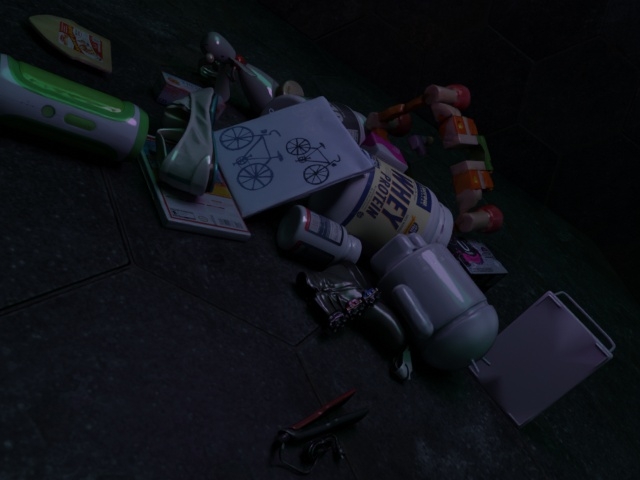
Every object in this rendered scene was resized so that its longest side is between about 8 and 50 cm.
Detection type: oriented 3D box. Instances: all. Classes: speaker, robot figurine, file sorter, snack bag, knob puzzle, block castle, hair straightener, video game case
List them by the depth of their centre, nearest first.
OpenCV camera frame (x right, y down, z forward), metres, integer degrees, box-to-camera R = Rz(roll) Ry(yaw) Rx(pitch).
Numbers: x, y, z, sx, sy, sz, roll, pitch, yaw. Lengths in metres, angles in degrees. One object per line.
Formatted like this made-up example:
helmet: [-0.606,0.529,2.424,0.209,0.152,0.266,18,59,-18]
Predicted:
hair straightener: [0.012,0.313,0.975,0.089,0.047,0.230,50,28,21]
speaker: [-0.481,-0.241,1.122,0.297,0.131,0.131,16,34,-39]
video game case: [-0.282,-0.117,1.298,0.204,0.025,0.285,11,38,-43]
robot figurine: [0.264,0.147,1.379,0.300,0.200,0.353,-9,59,-53]
knob puzzle: [-0.601,-0.475,1.442,0.213,0.030,0.213,31,28,-18]
snack bag: [-0.082,-0.213,1.455,0.343,0.037,0.323,-22,51,-10]
file sorter: [0.538,0.280,1.463,0.192,0.277,0.173,51,24,22]
block castle: [0.342,-0.212,1.780,0.213,0.303,0.452,-7,82,-48]

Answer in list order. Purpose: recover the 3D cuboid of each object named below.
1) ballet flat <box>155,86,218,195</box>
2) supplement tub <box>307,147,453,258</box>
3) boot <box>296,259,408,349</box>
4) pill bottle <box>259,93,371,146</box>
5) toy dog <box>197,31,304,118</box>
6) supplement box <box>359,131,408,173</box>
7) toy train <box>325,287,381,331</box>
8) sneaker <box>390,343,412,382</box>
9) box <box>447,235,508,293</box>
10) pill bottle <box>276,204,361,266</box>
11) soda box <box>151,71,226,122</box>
ballet flat: [-0.293,-0.242,1.329,0.139,0.139,0.400,26,30,-26]
supplement tub: [0.155,-0.071,1.556,0.325,0.235,0.235,27,29,-24]
boot: [0.060,0.155,1.282,0.161,0.083,0.246,-18,60,-46]
pill bottle: [-0.003,-0.308,1.762,0.204,0.204,0.361,49,27,18]
toy dog: [-0.216,-0.435,1.743,0.334,0.220,0.160,23,61,-16]
supplement box: [0.127,-0.178,1.706,0.114,0.220,0.111,26,30,-25]
toy train: [0.068,0.138,1.234,0.158,0.027,0.036,-28,61,-38]
sneaker: [0.177,0.262,1.292,0.043,0.040,0.109,52,28,-12]
box: [0.381,0.087,1.682,0.247,0.163,0.142,2,46,-52]
pill bottle: [0.000,0.000,1.387,0.180,0.108,0.108,25,29,-28]
soda box: [-0.343,-0.373,1.580,0.183,0.063,0.058,15,35,-42]
